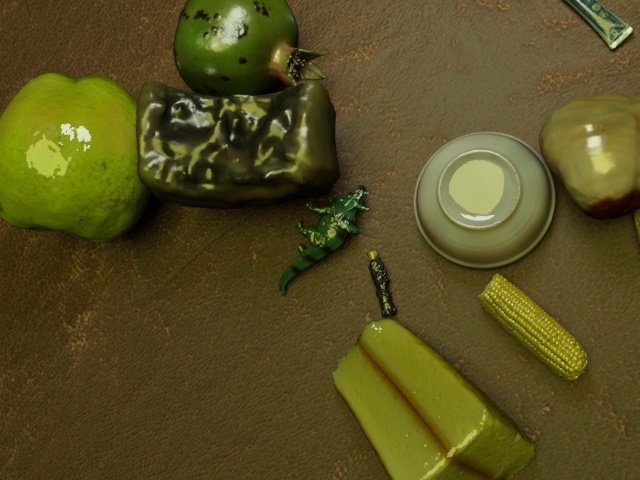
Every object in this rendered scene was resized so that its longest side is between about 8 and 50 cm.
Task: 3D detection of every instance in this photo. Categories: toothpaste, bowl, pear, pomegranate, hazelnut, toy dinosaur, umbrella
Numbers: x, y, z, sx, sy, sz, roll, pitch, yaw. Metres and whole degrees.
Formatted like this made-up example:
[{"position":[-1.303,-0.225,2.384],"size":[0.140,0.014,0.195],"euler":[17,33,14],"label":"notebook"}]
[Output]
[{"position":[0.549,-0.474,1.505],"size":[0.057,0.035,0.197],"euler":[-45,75,16],"label":"toothpaste"},{"position":[0.321,-0.089,1.462],"size":[0.287,0.144,0.287],"euler":[-3,81,16],"label":"bowl"},{"position":[-0.541,-0.187,1.636],"size":[0.391,0.391,0.391],"euler":[-3,81,17],"label":"pear"},{"position":[-0.161,-0.417,1.575],"size":[0.323,0.290,0.291],"euler":[33,93,41],"label":"pomegranate"},{"position":[0.531,-0.155,1.378],"size":[0.261,0.241,0.261],"euler":[-1,54,2],"label":"hazelnut"},{"position":[-0.010,-0.014,1.590],"size":[0.292,0.079,0.120],"euler":[-38,71,12],"label":"toy dinosaur"},{"position":[0.129,0.090,1.550],"size":[0.040,0.037,0.144],"euler":[-19,80,19],"label":"umbrella"}]

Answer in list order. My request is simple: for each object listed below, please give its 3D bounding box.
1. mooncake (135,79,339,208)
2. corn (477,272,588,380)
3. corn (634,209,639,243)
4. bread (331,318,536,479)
[{"position":[-0.159,-0.193,1.493],"size":[0.394,0.393,0.246],"euler":[-8,79,54],"label":"mooncake"},{"position":[0.412,0.168,1.428],"size":[0.248,0.081,0.081],"euler":[44,96,18],"label":"corn"},{"position":[0.642,0.014,1.388],"size":[0.067,0.067,0.206],"euler":[-14,76,15],"label":"corn"},{"position":[0.209,0.340,1.482],"size":[0.233,0.245,0.362],"euler":[-47,42,7],"label":"bread"}]
